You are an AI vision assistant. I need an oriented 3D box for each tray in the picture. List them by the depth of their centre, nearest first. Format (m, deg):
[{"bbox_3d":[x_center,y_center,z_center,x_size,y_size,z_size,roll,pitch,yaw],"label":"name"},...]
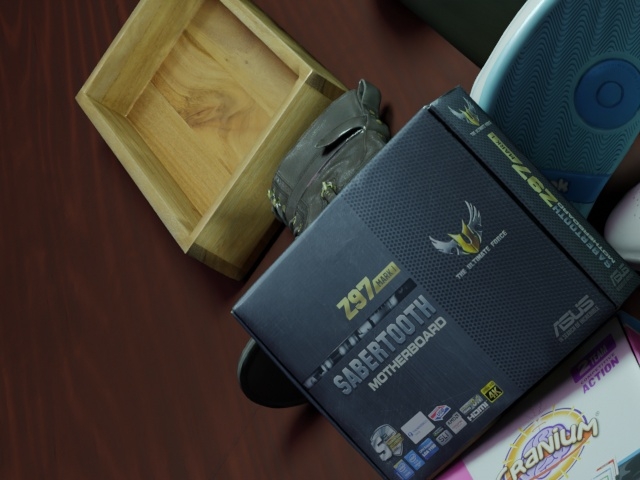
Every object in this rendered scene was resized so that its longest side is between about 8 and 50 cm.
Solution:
[{"bbox_3d":[-0.111,-0.137,1.924,0.203,0.076,0.411,-55,30,9],"label":"tray"}]

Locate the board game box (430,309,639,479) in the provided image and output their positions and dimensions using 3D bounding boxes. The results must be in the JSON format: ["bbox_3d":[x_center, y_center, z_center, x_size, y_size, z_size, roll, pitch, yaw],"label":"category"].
[{"bbox_3d":[0.169,0.232,1.217,0.242,0.064,0.317,-45,34,23],"label":"board game box"}]

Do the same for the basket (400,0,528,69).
[{"bbox_3d":[0.145,-0.204,1.461,0.204,0.227,0.154,1,65,55],"label":"basket"}]

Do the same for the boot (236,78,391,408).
[{"bbox_3d":[0.000,0.000,1.654,0.263,0.091,0.229,-52,26,5],"label":"boot"}]

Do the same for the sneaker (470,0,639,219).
[{"bbox_3d":[0.132,-0.085,1.413,0.208,0.127,0.319,-112,40,-61],"label":"sneaker"}]

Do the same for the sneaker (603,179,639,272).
[{"bbox_3d":[0.246,-0.074,1.276,0.235,0.153,0.094,-30,41,40],"label":"sneaker"}]

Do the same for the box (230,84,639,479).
[{"bbox_3d":[0.074,0.038,1.319,0.233,0.183,0.059,-45,-6,31],"label":"box"}]
